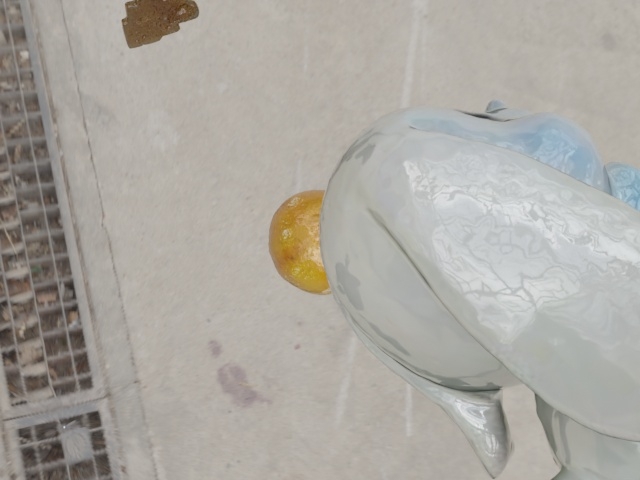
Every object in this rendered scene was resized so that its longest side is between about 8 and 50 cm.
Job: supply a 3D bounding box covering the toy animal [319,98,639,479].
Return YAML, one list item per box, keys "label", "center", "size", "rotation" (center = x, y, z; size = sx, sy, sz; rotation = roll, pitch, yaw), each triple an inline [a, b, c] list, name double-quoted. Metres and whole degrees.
- label: "toy animal"
  center: [0.127, 0.053, 0.552]
  size: [0.289, 0.249, 0.174]
  rotation: [33, 60, 27]

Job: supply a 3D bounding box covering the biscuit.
- label: "biscuit"
  center: [-0.245, -0.331, 1.411]
  size: [0.119, 0.130, 0.019]
  rotation: [17, 41, -50]

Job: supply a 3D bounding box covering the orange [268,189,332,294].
- label: "orange"
  center: [0.000, 0.001, 1.603]
  size: [0.177, 0.155, 0.178]
  rotation: [8, 78, -42]
